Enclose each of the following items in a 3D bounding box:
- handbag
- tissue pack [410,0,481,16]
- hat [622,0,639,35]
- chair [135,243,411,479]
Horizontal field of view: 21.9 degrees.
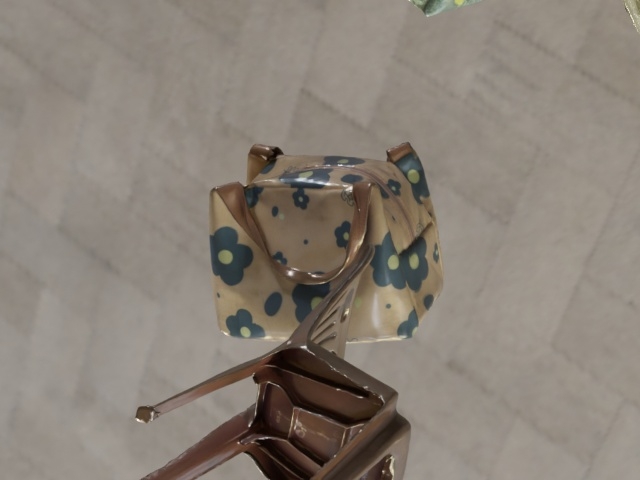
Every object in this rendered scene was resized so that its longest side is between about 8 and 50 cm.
[{"bbox_3d":[0.000,0.000,1.848,0.251,0.190,0.193,1,112,20],"label":"handbag"},{"bbox_3d":[0.184,-0.353,1.624,0.081,0.185,0.257,38,123,17],"label":"tissue pack"},{"bbox_3d":[0.368,-0.284,1.503,0.164,0.226,0.219,46,115,2],"label":"hat"},{"bbox_3d":[0.005,0.154,1.424,0.183,0.326,0.176,31,130,23],"label":"chair"}]
